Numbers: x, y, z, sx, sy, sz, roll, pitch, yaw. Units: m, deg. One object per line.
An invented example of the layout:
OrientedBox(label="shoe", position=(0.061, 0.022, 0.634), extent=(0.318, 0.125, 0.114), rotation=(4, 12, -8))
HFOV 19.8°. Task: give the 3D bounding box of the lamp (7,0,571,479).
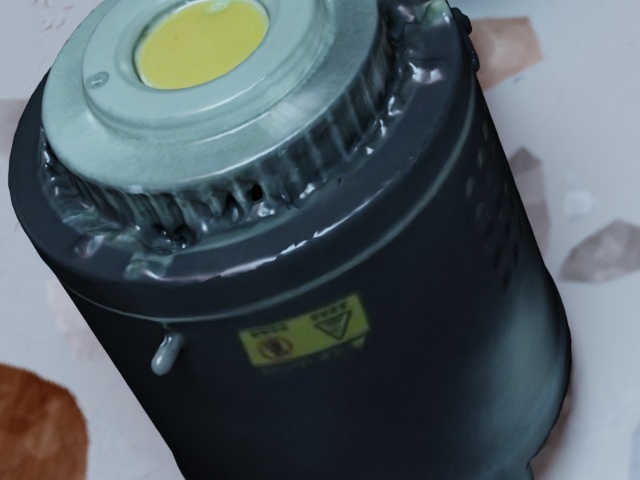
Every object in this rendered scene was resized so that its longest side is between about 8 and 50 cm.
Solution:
OrientedBox(label="lamp", position=(-0.011, 0.009, 0.818), extent=(0.205, 0.272, 0.374), rotation=(-11, 65, 16))
